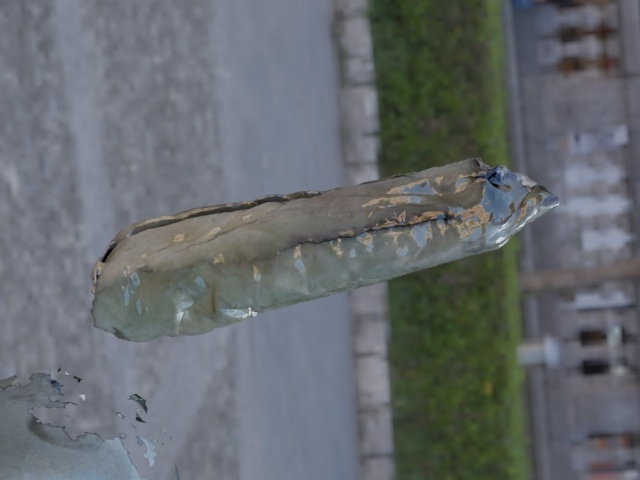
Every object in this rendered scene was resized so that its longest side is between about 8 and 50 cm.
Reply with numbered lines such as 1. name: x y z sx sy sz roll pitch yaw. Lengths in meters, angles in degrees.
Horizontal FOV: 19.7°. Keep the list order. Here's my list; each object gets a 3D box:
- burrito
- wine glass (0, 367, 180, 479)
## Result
1. burrito: 0.000 0.001 0.724 0.058 0.188 0.045 -91 165 -56
2. wine glass: -0.196 0.206 1.131 0.357 0.190 0.191 -59 143 -76
